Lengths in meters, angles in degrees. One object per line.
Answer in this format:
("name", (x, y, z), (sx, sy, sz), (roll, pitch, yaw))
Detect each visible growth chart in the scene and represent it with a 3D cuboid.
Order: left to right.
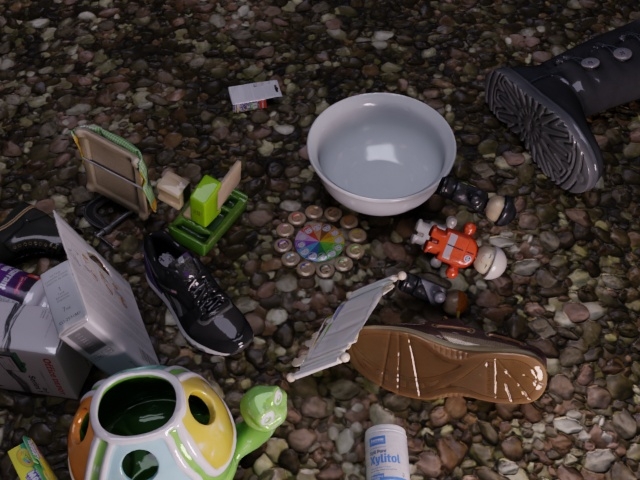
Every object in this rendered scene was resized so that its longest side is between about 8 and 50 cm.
("growth chart", (0.040, 0.149, 1.504), (0.021, 0.172, 0.237), (49, 51, -15))

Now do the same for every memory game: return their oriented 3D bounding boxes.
("memory game", (0.000, 0.000, 1.699), (0.186, 0.012, 0.186), (-1, 51, 1))

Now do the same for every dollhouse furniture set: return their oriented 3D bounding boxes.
("dollhouse furniture set", (-0.305, -0.137, 1.672), (0.301, 0.198, 0.151), (28, 58, 11))

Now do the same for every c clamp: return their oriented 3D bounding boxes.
("c clamp", (-0.406, -0.060, 1.752), (0.137, 0.022, 0.161), (28, 58, 28))

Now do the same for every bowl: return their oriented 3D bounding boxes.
("bowl", (0.119, -0.151, 1.740), (0.297, 0.134, 0.298), (0, 51, 0))

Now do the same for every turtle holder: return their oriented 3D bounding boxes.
("turtle holder", (-0.229, 0.310, 1.316), (0.320, 0.228, 0.243), (12, 52, 11))

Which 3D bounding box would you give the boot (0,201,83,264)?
("boot", (-0.566, 0.018, 1.660), (0.136, 0.077, 0.198), (21, 56, 11))

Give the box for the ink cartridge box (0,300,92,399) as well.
("ink cartridge box", (-0.516, 0.183, 1.466), (0.219, 0.160, 0.093), (7, 53, 7))

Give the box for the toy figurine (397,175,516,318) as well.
("toy figurine", (0.249, 0.014, 1.561), (0.148, 0.210, 0.213), (21, 47, -3))

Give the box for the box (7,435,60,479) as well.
("box", (-0.414, 0.374, 1.299), (0.043, 0.179, 0.105), (-28, 55, -20))

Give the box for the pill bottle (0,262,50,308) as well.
("pill bottle", (-0.546, 0.108, 1.554), (0.193, 0.108, 0.108), (19, 53, 4))

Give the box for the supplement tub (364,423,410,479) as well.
("supplement tub", (0.106, 0.356, 1.375), (0.070, 0.071, 0.107), (-2, 52, -1))

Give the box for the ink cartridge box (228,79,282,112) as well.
("ink cartridge box", (-0.147, -0.326, 1.953), (0.115, 0.029, 0.063), (-10, 51, -9))

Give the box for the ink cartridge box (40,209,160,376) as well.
("ink cartridge box", (-0.373, 0.112, 1.447), (0.060, 0.275, 0.239), (-31, 55, -1))

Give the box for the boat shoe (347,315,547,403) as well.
("boat shoe", (0.219, 0.196, 1.491), (0.341, 0.123, 0.123), (4, 20, 17))

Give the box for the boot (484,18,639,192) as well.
("boot", (0.638, -0.305, 1.864), (0.444, 0.146, 0.367), (-18, 55, -19))

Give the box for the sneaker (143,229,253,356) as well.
("sneaker", (-0.234, 0.092, 1.557), (0.107, 0.124, 0.283), (-37, 60, -25))
